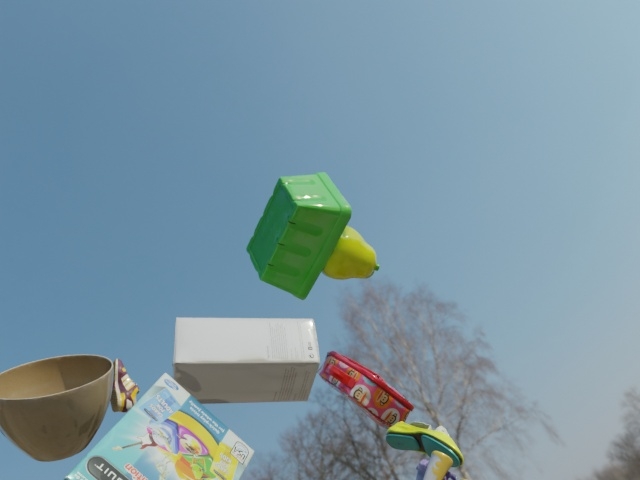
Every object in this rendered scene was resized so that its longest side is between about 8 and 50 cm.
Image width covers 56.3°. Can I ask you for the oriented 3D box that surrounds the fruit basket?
[{"bbox_3d":[0.000,0.000,1.904,0.392,0.283,0.392,-14,-48,-17],"label":"fruit basket"}]

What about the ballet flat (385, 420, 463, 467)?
[{"bbox_3d":[0.254,0.468,1.411,0.077,0.231,0.077,-32,-74,-36],"label":"ballet flat"}]

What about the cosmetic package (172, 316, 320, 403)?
[{"bbox_3d":[-0.202,0.319,1.577,0.365,0.155,0.197,4,-46,-13],"label":"cosmetic package"}]

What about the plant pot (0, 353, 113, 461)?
[{"bbox_3d":[-0.636,0.411,1.437,0.284,0.284,0.191,-9,-79,-32],"label":"plant pot"}]

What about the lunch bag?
[{"bbox_3d":[0.118,0.449,1.827,0.258,0.293,0.120,40,-102,-27],"label":"lunch bag"}]

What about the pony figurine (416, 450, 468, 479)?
[{"bbox_3d":[0.207,0.596,1.111,0.363,0.351,0.303,-56,-28,-33],"label":"pony figurine"}]

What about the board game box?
[{"bbox_3d":[-0.290,0.430,1.108,0.079,0.254,0.336,-48,2,21],"label":"board game box"}]

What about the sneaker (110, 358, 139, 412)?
[{"bbox_3d":[-0.615,0.457,1.878,0.084,0.185,0.069,15,-50,-36],"label":"sneaker"}]
